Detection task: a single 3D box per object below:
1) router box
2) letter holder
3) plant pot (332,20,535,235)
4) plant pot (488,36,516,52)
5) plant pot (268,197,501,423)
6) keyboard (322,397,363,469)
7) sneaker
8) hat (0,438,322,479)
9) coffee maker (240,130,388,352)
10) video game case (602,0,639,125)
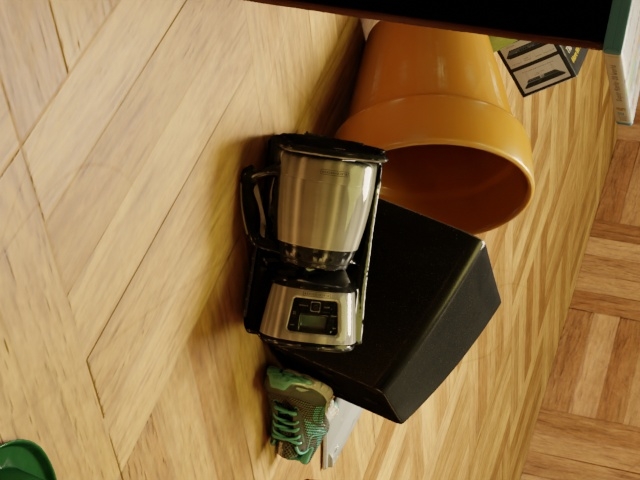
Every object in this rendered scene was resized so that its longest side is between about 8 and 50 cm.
[{"bbox_3d":[0.262,-0.358,1.855,0.243,0.081,0.309,56,35,-20],"label":"router box"},{"bbox_3d":[0.073,-0.231,1.087,0.214,0.301,0.152,-30,129,-69],"label":"letter holder"},{"bbox_3d":[0.111,-0.128,1.514,0.205,0.205,0.188,69,19,-61],"label":"plant pot"},{"bbox_3d":[0.192,-0.331,1.551,0.293,0.274,0.275,120,-9,-58],"label":"plant pot"},{"bbox_3d":[0.051,0.069,1.445,0.167,0.187,0.188,-63,160,-15],"label":"plant pot"},{"bbox_3d":[0.046,0.171,1.776,0.256,0.014,0.072,-56,147,-55],"label":"keyboard"},{"bbox_3d":[-0.023,0.175,1.452,0.166,0.065,0.076,59,49,-64],"label":"sneaker"},{"bbox_3d":[-0.123,0.216,0.906,0.173,0.183,0.208,55,47,-68],"label":"hat"},{"bbox_3d":[0.000,0.000,1.311,0.171,0.120,0.178,-18,118,-73],"label":"coffee maker"},{"bbox_3d":[0.229,-0.164,1.086,0.166,0.015,0.119,42,59,-71],"label":"video game case"}]
